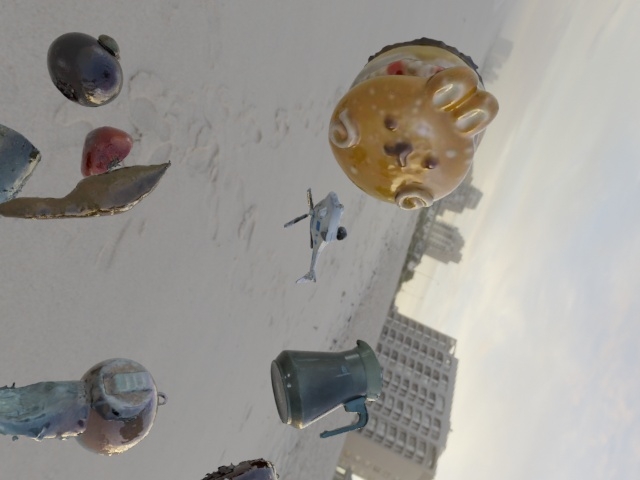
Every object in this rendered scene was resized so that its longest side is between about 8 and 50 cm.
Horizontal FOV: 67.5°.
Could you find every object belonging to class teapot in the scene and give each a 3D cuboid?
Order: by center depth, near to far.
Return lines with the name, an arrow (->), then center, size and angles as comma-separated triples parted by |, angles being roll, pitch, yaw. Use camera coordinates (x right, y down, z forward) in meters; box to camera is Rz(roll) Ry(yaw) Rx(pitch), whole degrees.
teapot -> 0.016, 0.332, 1.079 | 0.171, 0.225, 0.203 | 140, -59, -69

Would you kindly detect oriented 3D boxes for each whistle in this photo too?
whistle -> -0.456, 0.321, 0.901 | 0.348, 0.189, 0.189 | 11, 107, -43

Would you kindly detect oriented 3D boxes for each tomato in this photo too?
tomato -> -0.671, -0.282, 1.451 | 0.189, 0.173, 0.099 | -40, 138, -8

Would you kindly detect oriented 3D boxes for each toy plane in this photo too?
toy plane -> -0.009, 0.003, 1.227 | 0.182, 0.107, 0.273 | 12, 106, -48

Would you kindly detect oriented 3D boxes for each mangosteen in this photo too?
mangosteen -> -0.462, -0.347, 0.962 | 0.152, 0.153, 0.152 | -63, 171, -17

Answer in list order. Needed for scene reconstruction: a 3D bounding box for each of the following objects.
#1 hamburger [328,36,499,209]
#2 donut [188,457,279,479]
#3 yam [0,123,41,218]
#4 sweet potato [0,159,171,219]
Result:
hamburger -> 0.161, -0.188, 0.814 | 0.303, 0.261, 0.186 | -20, -151, 38
donut -> -0.188, 0.480, 0.840 | 0.270, 0.103, 0.269 | -24, 151, -14
yam -> -0.923, -0.146, 1.252 | 0.241, 0.241, 0.348 | 99, 12, -61
sweet potato -> -0.371, -0.069, 0.780 | 0.270, 0.074, 0.074 | -18, 154, -15
